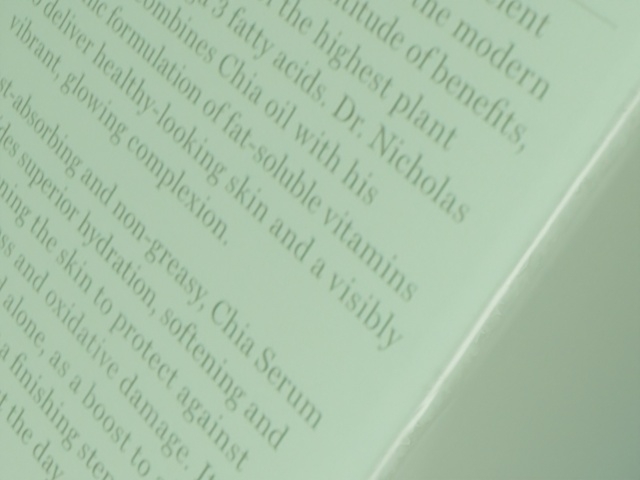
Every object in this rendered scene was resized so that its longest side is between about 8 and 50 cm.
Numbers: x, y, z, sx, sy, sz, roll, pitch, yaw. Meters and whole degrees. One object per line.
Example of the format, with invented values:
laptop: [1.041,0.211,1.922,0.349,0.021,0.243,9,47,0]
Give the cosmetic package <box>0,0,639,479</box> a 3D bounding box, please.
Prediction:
cosmetic package: [0.000,0.000,0.467,0.230,0.161,0.453,44,107,36]
